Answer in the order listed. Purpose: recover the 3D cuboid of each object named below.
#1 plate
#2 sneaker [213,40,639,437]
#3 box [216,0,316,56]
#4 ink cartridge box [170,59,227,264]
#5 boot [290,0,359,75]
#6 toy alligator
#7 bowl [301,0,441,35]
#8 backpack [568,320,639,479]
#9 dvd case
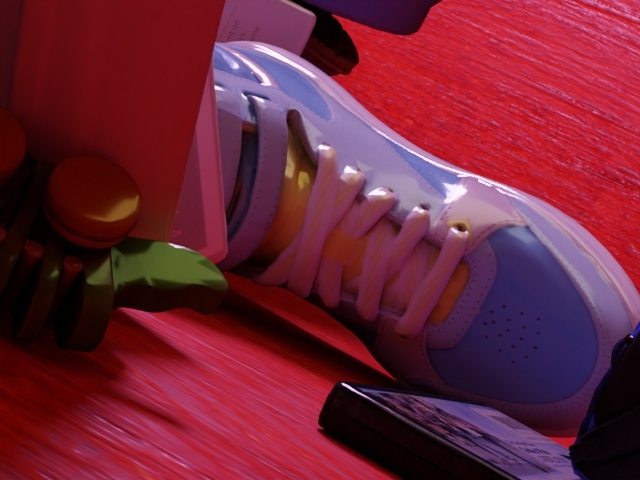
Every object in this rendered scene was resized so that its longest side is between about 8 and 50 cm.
[{"bbox_3d":[-0.121,-0.152,0.482,0.045,0.277,0.278,-24,60,-32],"label":"plate"},{"bbox_3d":[0.000,0.000,0.777,0.319,0.127,0.208,32,15,26],"label":"sneaker"},{"bbox_3d":[-0.199,-0.146,1.014,0.345,0.168,0.215,27,3,-8],"label":"box"},{"bbox_3d":[-0.146,-0.155,0.616,0.066,0.296,0.261,-24,36,-33],"label":"ink cartridge box"},{"bbox_3d":[-0.100,-0.120,1.204,0.189,0.208,0.076,33,25,-11],"label":"boot"},{"bbox_3d":[-0.118,-0.010,0.462,0.189,0.056,0.051,26,43,-11],"label":"toy alligator"},{"bbox_3d":[-0.079,-0.261,1.122,0.391,0.077,0.391,27,13,-7],"label":"bowl"},{"bbox_3d":[0.166,0.056,0.629,0.098,0.120,0.101,26,3,17],"label":"backpack"},{"bbox_3d":[0.136,0.123,0.604,0.253,0.022,0.180,28,4,24],"label":"dvd case"}]
